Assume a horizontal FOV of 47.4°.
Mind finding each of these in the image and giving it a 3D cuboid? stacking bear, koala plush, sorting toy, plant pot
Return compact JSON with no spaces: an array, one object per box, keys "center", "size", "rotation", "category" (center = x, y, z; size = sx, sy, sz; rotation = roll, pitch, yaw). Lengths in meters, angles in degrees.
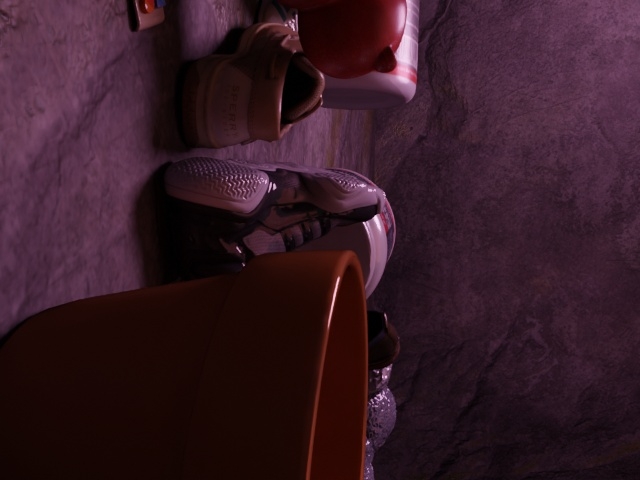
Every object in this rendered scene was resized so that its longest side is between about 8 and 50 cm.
[{"center":[-0.004,-0.296,0.708],"size":[0.164,0.175,0.289],"rotation":[-44,122,-30],"category":"stacking bear"},{"center":[0.028,0.265,0.986],"size":[0.221,0.203,0.196],"rotation":[-44,145,-37],"category":"koala plush"},{"center":[-0.144,-0.202,0.591],"size":[0.083,0.012,0.062],"rotation":[-69,160,-65],"category":"sorting toy"},{"center":[-0.084,0.146,0.462],"size":[0.291,0.203,0.290],"rotation":[3,90,-82],"category":"plant pot"}]

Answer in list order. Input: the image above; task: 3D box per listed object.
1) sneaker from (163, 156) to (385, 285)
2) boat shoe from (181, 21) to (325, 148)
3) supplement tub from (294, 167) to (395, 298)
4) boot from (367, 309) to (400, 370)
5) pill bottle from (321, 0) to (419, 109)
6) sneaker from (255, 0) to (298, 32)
[{"center":[-0.048,-0.001,0.751],"size":[0.269,0.101,0.153],"rotation":[-1,107,-43],"category":"sneaker"},{"center":[-0.048,-0.174,0.837],"size":[0.341,0.110,0.121],"rotation":[-63,157,-61],"category":"boat shoe"},{"center":[0.000,0.000,0.988],"size":[0.272,0.191,0.191],"rotation":[-41,133,-78],"category":"supplement tub"},{"center":[-0.011,0.132,0.892],"size":[0.106,0.219,0.082],"rotation":[78,-4,-63],"category":"boot"},{"center":[0.056,-0.407,1.175],"size":[0.210,0.210,0.363],"rotation":[7,86,-81],"category":"pill bottle"},{"center":[-0.042,-0.312,1.006],"size":[0.057,0.075,0.161],"rotation":[79,16,-56],"category":"sneaker"}]
